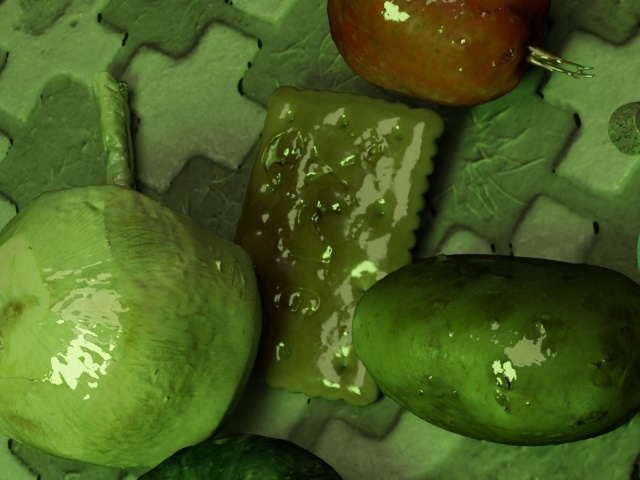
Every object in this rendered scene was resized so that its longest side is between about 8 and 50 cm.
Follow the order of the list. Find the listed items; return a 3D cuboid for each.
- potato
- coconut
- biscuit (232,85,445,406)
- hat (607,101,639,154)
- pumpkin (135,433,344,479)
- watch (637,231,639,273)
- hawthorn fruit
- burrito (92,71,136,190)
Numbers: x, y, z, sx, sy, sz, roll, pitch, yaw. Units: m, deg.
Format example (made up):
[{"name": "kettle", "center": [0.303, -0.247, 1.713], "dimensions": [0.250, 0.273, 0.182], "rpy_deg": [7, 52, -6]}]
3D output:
[{"name": "potato", "center": [0.171, 0.101, 1.564], "dimensions": [0.307, 0.210, 0.173], "rpy_deg": [6, 115, 33]}, {"name": "coconut", "center": [-0.226, 0.084, 1.681], "dimensions": [0.297, 0.254, 0.297], "rpy_deg": [-26, 50, 36]}, {"name": "biscuit", "center": [0.000, 0.000, 1.744], "dimensions": [0.217, 0.044, 0.325], "rpy_deg": [12, 84, 29]}, {"name": "hat", "center": [0.327, -0.121, 1.659], "dimensions": [0.087, 0.042, 0.058], "rpy_deg": [-2, 70, 24]}, {"name": "pumpkin", "center": [-0.080, 0.334, 1.580], "dimensions": [0.300, 0.207, 0.300], "rpy_deg": [-5, 70, 13]}, {"name": "watch", "center": [0.397, 0.015, 1.511], "dimensions": [0.193, 0.211, 0.211], "rpy_deg": [-21, 63, 29]}, {"name": "hawthorn fruit", "center": [0.147, -0.228, 1.700], "dimensions": [0.299, 0.211, 0.211], "rpy_deg": [32, 86, 16]}, {"name": "burrito", "center": [-0.235, -0.109, 1.909], "dimensions": [0.041, 0.045, 0.185], "rpy_deg": [-3, 63, -14]}]
